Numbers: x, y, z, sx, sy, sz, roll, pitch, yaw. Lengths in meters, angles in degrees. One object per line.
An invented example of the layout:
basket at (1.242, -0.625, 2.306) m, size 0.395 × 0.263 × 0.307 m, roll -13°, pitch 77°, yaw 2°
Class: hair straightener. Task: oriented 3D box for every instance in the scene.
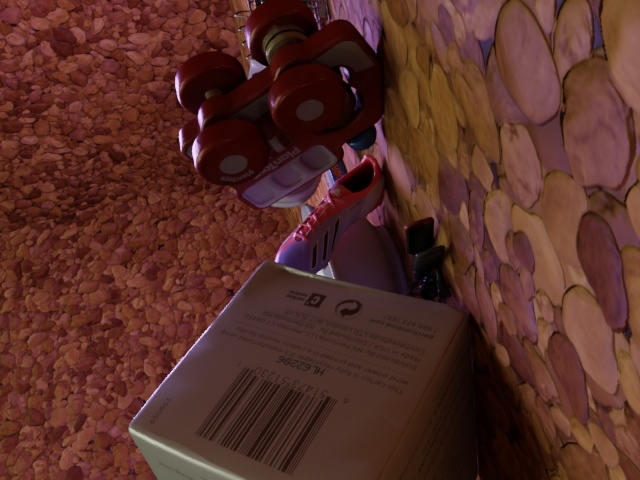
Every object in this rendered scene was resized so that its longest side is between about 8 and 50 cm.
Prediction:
hair straightener at (0.143, 0.050, 0.978) m, size 0.230 × 0.047 × 0.089 m, roll 86°, pitch 166°, yaw -68°

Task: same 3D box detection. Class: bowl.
bowl at (0.071, 0.058, 1.279) m, size 0.298 × 0.134 × 0.298 m, roll 164°, pitch 90°, yaw -85°

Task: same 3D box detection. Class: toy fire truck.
toy fire truck at (-0.043, -0.173, 1.006) m, size 0.254 × 0.302 × 0.169 m, roll 34°, pitch -150°, yaw -53°

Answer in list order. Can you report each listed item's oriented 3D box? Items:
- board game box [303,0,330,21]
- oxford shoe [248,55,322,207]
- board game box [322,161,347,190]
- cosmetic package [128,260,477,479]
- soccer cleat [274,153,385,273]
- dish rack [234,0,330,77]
board game box at (-0.040, -0.481, 1.277) m, size 0.281 × 0.027 × 0.145 m, roll -119°, pitch 11°, yaw -64°
oxford shoe at (-0.077, -0.255, 1.382) m, size 0.130 × 0.169 × 0.449 m, roll 92°, pitch 178°, yaw -54°
board game box at (0.027, -0.155, 1.579) m, size 0.136 × 0.035 × 0.201 m, roll 87°, pitch 165°, yaw -69°
cosmetic package at (0.009, 0.301, 0.997) m, size 0.327 × 0.329 × 0.394 m, roll -53°, pitch -36°, yaw -38°
soccer cleat at (0.012, -0.036, 1.107) m, size 0.083 × 0.248 × 0.095 m, roll 31°, pitch 151°, yaw 31°
dish rack at (-0.052, -0.327, 1.087) m, size 0.208 × 0.074 × 0.271 m, roll -53°, pitch -36°, yaw -40°
